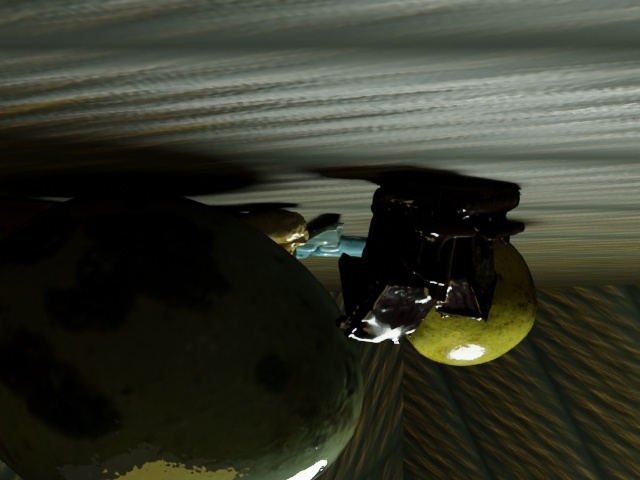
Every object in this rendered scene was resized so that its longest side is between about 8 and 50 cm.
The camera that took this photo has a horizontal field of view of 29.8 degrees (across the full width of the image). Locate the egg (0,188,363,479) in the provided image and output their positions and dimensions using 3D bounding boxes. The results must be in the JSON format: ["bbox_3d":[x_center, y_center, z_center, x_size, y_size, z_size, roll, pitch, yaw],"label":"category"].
[{"bbox_3d":[-0.167,0.127,1.257,0.428,0.345,0.345,21,179,9],"label":"egg"}]

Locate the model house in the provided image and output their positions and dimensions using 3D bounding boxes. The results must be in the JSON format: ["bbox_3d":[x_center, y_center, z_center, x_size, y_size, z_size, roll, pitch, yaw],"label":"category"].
[{"bbox_3d":[0.115,0.024,1.210,0.203,0.164,0.141,1,-179,-34],"label":"model house"}]

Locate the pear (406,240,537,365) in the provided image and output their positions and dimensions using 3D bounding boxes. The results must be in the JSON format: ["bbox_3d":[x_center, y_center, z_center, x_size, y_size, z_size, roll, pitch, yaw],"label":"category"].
[{"bbox_3d":[0.202,0.072,1.639,0.197,0.197,0.197,0,175,0],"label":"pear"}]

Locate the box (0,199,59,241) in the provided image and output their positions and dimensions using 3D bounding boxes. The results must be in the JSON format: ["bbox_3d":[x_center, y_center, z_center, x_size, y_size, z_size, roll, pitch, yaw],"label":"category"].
[{"bbox_3d":[-0.437,0.008,1.389,0.274,0.076,0.174,4,163,-34],"label":"box"}]

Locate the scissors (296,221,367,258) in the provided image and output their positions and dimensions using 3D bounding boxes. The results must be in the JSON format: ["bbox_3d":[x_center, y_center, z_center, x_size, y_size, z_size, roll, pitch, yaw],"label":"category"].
[{"bbox_3d":[0.000,0.000,1.720,0.192,0.029,0.447,0,176,-5],"label":"scissors"}]

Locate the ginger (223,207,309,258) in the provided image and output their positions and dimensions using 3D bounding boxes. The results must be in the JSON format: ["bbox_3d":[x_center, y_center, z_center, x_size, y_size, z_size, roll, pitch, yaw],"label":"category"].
[{"bbox_3d":[-0.101,0.005,1.469,0.205,0.081,0.115,-3,169,21],"label":"ginger"}]
